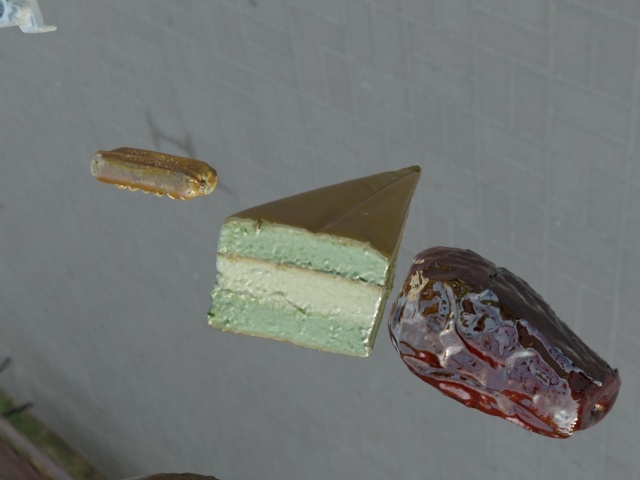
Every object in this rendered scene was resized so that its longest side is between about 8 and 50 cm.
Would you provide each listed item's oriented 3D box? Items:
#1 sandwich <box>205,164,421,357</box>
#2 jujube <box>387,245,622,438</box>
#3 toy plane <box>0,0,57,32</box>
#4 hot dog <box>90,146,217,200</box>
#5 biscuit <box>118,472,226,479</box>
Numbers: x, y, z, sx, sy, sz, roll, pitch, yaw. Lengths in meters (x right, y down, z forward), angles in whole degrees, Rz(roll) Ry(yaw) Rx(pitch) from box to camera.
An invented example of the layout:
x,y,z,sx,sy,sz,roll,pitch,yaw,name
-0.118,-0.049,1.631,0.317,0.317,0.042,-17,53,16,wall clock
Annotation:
x,y,z,sx,sy,sz,roll,pitch,yaw,name
0.000,0.000,1.005,0.144,0.187,0.117,16,120,4,sandwich
0.253,0.150,1.618,0.342,0.216,0.216,30,147,24,jujube
-0.324,-0.337,1.183,0.252,0.118,0.252,14,115,31,toy plane
-0.202,-0.081,1.364,0.165,0.071,0.045,11,110,28,hot dog
-0.041,0.281,0.544,0.314,0.367,0.063,38,119,-11,biscuit
